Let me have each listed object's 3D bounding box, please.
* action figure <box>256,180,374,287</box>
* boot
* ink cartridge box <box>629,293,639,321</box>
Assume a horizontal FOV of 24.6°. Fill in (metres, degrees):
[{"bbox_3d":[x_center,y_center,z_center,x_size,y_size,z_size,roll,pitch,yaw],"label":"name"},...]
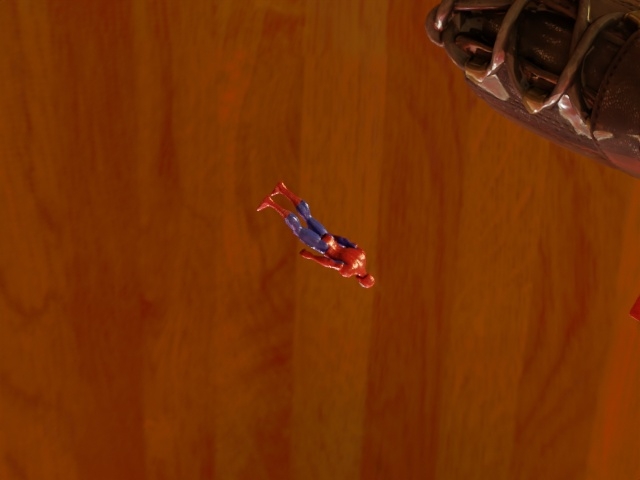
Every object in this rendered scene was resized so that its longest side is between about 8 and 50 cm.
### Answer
[{"bbox_3d":[0.000,0.000,1.225,0.115,0.038,0.030,39,134,2],"label":"action figure"},{"bbox_3d":[0.116,-0.021,0.384,0.229,0.263,0.091,32,98,35],"label":"boot"},{"bbox_3d":[0.423,0.044,1.408,0.232,0.066,0.189,33,96,34],"label":"ink cartridge box"}]
